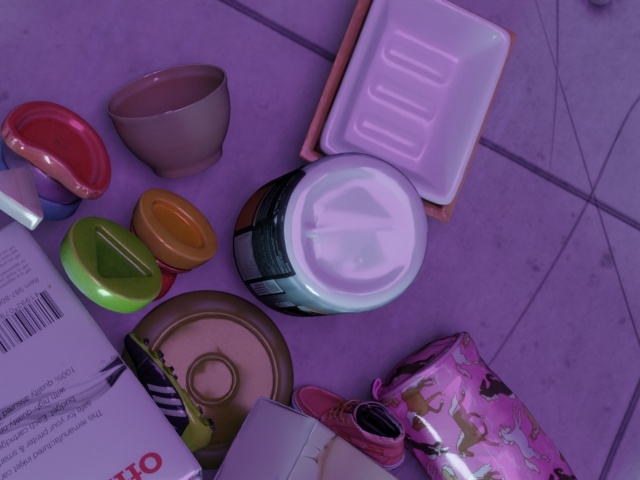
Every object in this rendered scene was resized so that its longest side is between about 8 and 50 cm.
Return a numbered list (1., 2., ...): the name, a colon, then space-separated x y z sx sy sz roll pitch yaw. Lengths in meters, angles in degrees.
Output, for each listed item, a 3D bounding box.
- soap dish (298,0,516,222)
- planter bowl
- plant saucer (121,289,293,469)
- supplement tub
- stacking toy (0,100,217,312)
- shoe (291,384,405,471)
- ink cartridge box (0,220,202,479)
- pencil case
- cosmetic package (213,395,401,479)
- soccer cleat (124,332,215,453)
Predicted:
1. soap dish: 0.116 -0.197 1.988 0.229 0.118 0.290 23 80 -13
2. planter bowl: -0.188 -0.149 1.890 0.162 0.162 0.109 -24 119 -17
3. plant saucer: -0.148 0.185 1.923 0.241 0.037 0.241 2 84 -16
4. supplement tub: 0.000 0.000 1.835 0.194 0.316 0.193 1 86 -16
5. stacking toy: -0.307 -0.009 1.793 0.309 0.279 0.130 40 118 -6
6. shoe: 0.038 0.231 1.912 0.178 0.081 0.063 32 57 21
7. ink cartridge box: -0.364 0.224 1.724 0.285 0.166 0.395 -34 72 -16
8. pencil case: 0.228 0.308 1.960 0.386 0.160 0.167 55 46 -5
9. cosmetic package: 0.008 0.341 1.840 0.309 0.113 0.160 40 73 -44
10. soccer cleat: -0.208 0.201 1.857 0.072 0.060 0.179 -35 96 -2
